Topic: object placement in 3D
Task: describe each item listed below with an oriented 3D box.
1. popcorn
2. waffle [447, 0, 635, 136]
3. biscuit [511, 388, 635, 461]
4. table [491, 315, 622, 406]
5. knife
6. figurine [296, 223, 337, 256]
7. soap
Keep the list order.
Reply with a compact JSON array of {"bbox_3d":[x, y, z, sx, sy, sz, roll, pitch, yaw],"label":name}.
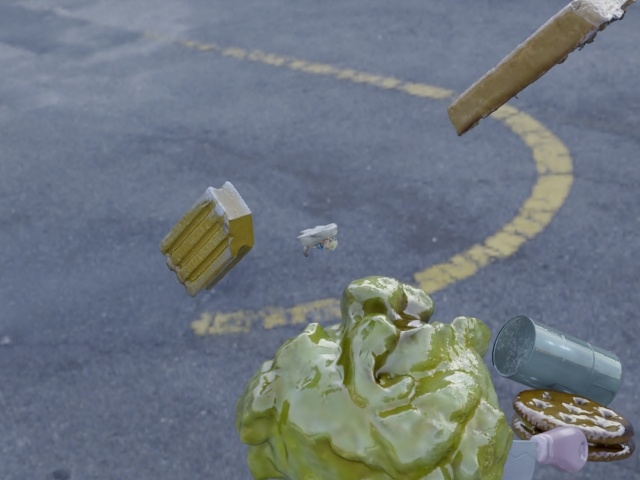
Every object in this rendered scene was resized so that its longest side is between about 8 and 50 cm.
[{"bbox_3d":[0.067,0.174,0.920,0.250,0.241,0.235,43,18,33],"label":"popcorn"},{"bbox_3d":[0.394,-0.330,1.675,0.304,0.077,0.348,-38,0,-43],"label":"waffle"},{"bbox_3d":[0.442,0.322,1.715,0.221,0.066,0.220,8,11,-2],"label":"biscuit"},{"bbox_3d":[0.455,0.237,1.876,0.220,0.126,0.126,24,17,-23],"label":"table"},{"bbox_3d":[0.292,0.313,1.405,0.043,0.081,0.336,-4,-8,42],"label":"knife"},{"bbox_3d":[0.000,0.000,1.861,0.083,0.050,0.047,-12,25,23],"label":"figurine"},{"bbox_3d":[-0.227,0.001,1.992,0.073,0.140,0.232,-27,-12,-47],"label":"soap"}]
